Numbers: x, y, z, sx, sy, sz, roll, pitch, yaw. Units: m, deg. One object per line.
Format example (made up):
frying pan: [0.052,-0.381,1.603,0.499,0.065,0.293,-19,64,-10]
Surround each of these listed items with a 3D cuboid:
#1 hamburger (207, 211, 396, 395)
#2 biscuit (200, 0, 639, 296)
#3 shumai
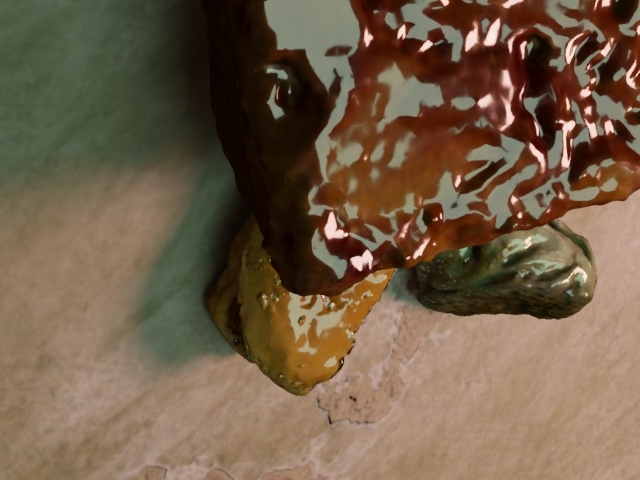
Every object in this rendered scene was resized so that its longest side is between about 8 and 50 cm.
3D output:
hamburger: [0.000,0.000,1.599,0.131,0.124,0.262,28,94,-40]
biscuit: [0.106,-0.170,1.453,0.395,0.166,0.342,-16,110,-19]
shumai: [0.172,-0.002,1.758,0.184,0.184,0.142,14,76,-42]
